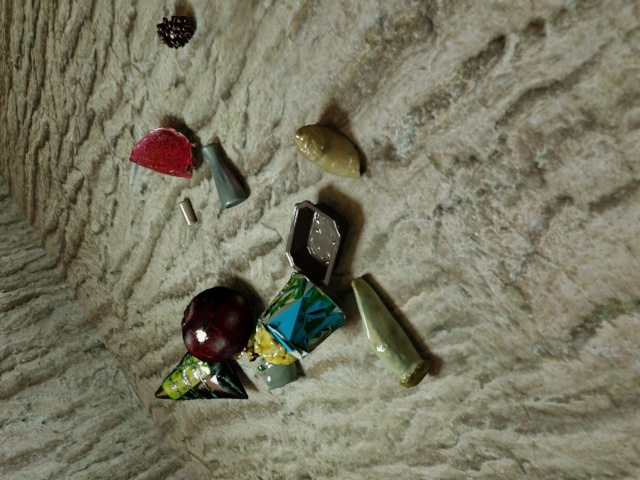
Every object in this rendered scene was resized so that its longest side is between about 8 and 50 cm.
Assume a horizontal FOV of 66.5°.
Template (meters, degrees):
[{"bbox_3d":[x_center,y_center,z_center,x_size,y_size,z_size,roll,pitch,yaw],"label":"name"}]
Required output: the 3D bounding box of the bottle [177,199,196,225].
[{"bbox_3d":[-0.518,-0.108,1.897,0.045,0.045,0.096,-3,112,46],"label":"bottle"}]

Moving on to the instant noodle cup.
[{"bbox_3d":[-0.062,0.235,1.468,0.240,0.178,0.240,39,162,15],"label":"instant noodle cup"}]

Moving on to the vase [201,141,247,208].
[{"bbox_3d":[-0.325,-0.217,1.618,0.086,0.086,0.214,-30,85,49],"label":"vase"}]

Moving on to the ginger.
[{"bbox_3d":[0.016,-0.225,1.245,0.193,0.123,0.115,34,113,20],"label":"ginger"}]

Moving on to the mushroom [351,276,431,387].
[{"bbox_3d":[0.175,0.258,1.363,0.333,0.107,0.087,52,180,9],"label":"mushroom"}]

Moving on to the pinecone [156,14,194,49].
[{"bbox_3d":[-0.435,-0.638,1.486,0.110,0.102,0.102,-12,106,13],"label":"pinecone"}]

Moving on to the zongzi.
[{"bbox_3d":[-0.477,0.613,2.136,0.362,0.319,0.383,47,119,18],"label":"zongzi"}]

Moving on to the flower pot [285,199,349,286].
[{"bbox_3d":[0.000,0.000,1.405,0.179,0.084,0.250,37,133,26],"label":"flower pot"}]

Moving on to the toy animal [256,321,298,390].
[{"bbox_3d":[-0.172,0.412,1.806,0.125,0.127,0.251,-20,83,62],"label":"toy animal"}]

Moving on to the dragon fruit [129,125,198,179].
[{"bbox_3d":[-0.523,-0.315,1.742,0.274,0.126,0.161,13,87,18],"label":"dragon fruit"}]

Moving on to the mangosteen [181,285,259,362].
[{"bbox_3d":[-0.369,0.313,1.821,0.297,0.294,0.296,-178,90,-83],"label":"mangosteen"}]

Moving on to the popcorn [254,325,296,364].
[{"bbox_3d":[-0.142,0.343,1.689,0.180,0.180,0.170,24,148,35],"label":"popcorn"}]
